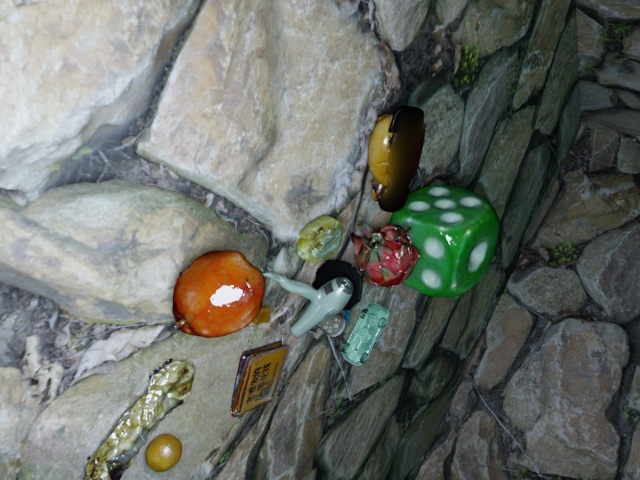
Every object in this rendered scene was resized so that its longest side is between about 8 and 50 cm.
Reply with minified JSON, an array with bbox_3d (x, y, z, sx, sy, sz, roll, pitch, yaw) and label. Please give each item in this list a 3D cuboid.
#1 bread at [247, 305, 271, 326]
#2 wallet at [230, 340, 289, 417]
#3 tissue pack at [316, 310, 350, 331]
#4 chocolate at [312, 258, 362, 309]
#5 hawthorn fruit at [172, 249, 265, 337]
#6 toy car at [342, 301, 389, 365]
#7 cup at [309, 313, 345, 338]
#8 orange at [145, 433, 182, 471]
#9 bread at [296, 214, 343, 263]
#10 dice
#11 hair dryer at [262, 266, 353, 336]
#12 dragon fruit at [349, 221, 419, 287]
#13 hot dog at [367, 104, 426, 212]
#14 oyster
[{"bbox_3d":[-0.161,0.195,1.233,0.083,0.036,0.047,-4,109,-54],"label":"bread"},{"bbox_3d":[-0.165,0.380,1.326,0.161,0.042,0.196,-1,109,-53],"label":"wallet"},{"bbox_3d":[0.041,0.246,1.538,0.138,0.028,0.085,-20,120,-39],"label":"tissue pack"},{"bbox_3d":[0.067,0.117,1.421,0.133,0.156,0.156,-18,124,-66],"label":"chocolate"},{"bbox_3d":[-0.219,0.116,0.993,0.202,0.185,0.185,-37,136,-29],"label":"hawthorn fruit"},{"bbox_3d":[0.162,0.330,1.690,0.224,0.090,0.076,-61,151,-8],"label":"toy car"},{"bbox_3d":[0.007,0.239,1.454,0.099,0.102,0.074,46,34,-38],"label":"cup"},{"bbox_3d":[-0.359,0.486,1.107,0.085,0.085,0.085,-29,131,-41],"label":"orange"},{"bbox_3d":[0.000,0.000,1.311,0.156,0.064,0.117,-36,133,-38],"label":"bread"},{"bbox_3d":[0.409,0.000,1.654,0.287,0.300,0.297,-31,133,-36],"label":"dice"},{"bbox_3d":[-0.066,0.174,1.316,0.267,0.092,0.229,11,127,-20],"label":"hair dryer"},{"bbox_3d":[0.194,0.045,1.488,0.274,0.192,0.193,32,62,-56],"label":"dragon fruit"},{"bbox_3d":[0.192,-0.243,1.400,0.194,0.107,0.326,-9,126,-40],"label":"hot dog"},{"bbox_3d":[-0.385,0.409,1.037,0.345,0.078,0.129,-53,151,-23],"label":"oyster"}]
